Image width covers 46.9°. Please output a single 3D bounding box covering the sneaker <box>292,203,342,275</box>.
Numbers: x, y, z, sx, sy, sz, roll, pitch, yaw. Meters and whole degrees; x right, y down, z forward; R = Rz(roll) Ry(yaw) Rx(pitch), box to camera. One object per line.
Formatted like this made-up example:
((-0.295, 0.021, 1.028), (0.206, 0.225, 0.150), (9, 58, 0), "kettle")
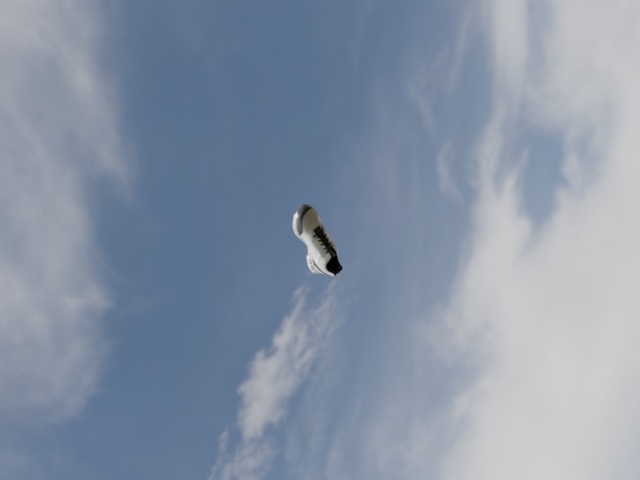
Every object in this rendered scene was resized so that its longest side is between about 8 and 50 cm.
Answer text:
((0.000, 0.000, 0.920), (0.040, 0.044, 0.109), (-44, -49, -27), "sneaker")
